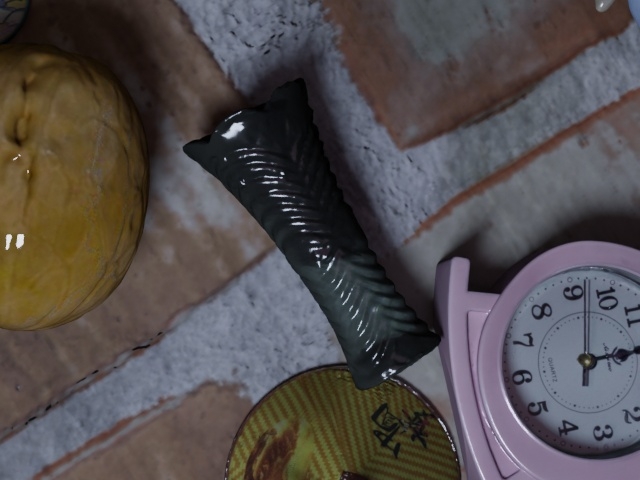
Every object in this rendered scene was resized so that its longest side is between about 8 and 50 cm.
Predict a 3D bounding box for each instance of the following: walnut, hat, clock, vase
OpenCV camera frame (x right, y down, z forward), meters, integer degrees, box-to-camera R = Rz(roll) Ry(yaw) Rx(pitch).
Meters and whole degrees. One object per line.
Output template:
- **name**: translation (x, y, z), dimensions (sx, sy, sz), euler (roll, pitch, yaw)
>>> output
- **walnut**: translation (-0.225, -0.043, 1.439), dimensions (0.195, 0.195, 0.221), euler (10, 77, -4)
- **hat**: translation (0.021, 0.192, 1.487), dimensions (0.193, 0.082, 0.193), euler (1, 84, -5)
- **clock**: translation (0.242, 0.138, 1.511), dimensions (0.275, 0.080, 0.290), euler (-9, 86, -5)
- **vase**: translation (0.000, 0.000, 1.492), dimensions (0.115, 0.115, 0.237), euler (-32, 92, -7)

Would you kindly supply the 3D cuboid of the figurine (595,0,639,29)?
- **figurine**: translation (0.242, -0.265, 1.515), dimensions (0.184, 0.128, 0.208), euler (-10, 49, -5)

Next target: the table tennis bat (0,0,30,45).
- **table tennis bat**: translation (-0.299, -0.220, 1.530), dimensions (0.100, 0.019, 0.155), euler (-38, 91, -6)
